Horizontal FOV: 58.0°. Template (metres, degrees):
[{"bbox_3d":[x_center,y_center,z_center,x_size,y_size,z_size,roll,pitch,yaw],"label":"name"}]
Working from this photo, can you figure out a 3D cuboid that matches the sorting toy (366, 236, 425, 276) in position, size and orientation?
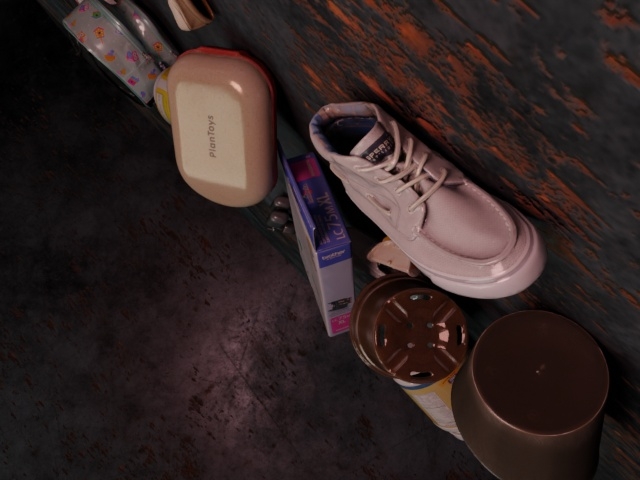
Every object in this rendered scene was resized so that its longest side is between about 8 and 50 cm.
[{"bbox_3d":[0.127,0.032,0.871,0.083,0.044,0.075,21,170,46],"label":"sorting toy"}]

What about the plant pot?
[{"bbox_3d":[0.129,0.128,0.819,0.167,0.167,0.165,46,177,2],"label":"plant pot"}]

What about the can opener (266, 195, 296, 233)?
[{"bbox_3d":[-0.091,-0.062,1.523,0.095,0.075,0.283,14,175,-8],"label":"can opener"}]

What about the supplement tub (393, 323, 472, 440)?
[{"bbox_3d":[0.236,0.260,1.069,0.199,0.144,0.144,48,172,-19],"label":"supplement tub"}]

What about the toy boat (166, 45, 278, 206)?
[{"bbox_3d":[-0.119,-0.166,0.822,0.151,0.151,0.230,14,126,16],"label":"toy boat"}]

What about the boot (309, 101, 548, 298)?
[{"bbox_3d":[0.074,-0.047,0.512,0.123,0.095,0.258,43,177,-38],"label":"boot"}]

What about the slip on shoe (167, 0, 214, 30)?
[{"bbox_3d":[-0.169,-0.310,0.684,0.041,0.051,0.135,1,145,17],"label":"slip on shoe"}]

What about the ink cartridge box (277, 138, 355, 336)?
[{"bbox_3d":[0.000,0.000,0.911,0.311,0.065,0.185,78,173,-54],"label":"ink cartridge box"}]

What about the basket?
[{"bbox_3d":[0.238,0.181,0.655,0.204,0.154,0.226,48,171,30],"label":"basket"}]

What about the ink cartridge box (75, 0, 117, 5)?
[{"bbox_3d":[-0.477,-0.502,1.273,0.135,0.056,0.099,44,171,16],"label":"ink cartridge box"}]

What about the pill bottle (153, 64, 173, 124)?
[{"bbox_3d":[-0.208,-0.237,0.969,0.119,0.119,0.208,51,171,-33],"label":"pill bottle"}]

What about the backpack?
[{"bbox_3d":[-0.356,-0.352,1.038,0.166,0.144,0.188,49,-171,30],"label":"backpack"}]

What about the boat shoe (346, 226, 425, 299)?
[{"bbox_3d":[0.099,0.034,0.952,0.184,0.066,0.063,46,158,19],"label":"boat shoe"}]
